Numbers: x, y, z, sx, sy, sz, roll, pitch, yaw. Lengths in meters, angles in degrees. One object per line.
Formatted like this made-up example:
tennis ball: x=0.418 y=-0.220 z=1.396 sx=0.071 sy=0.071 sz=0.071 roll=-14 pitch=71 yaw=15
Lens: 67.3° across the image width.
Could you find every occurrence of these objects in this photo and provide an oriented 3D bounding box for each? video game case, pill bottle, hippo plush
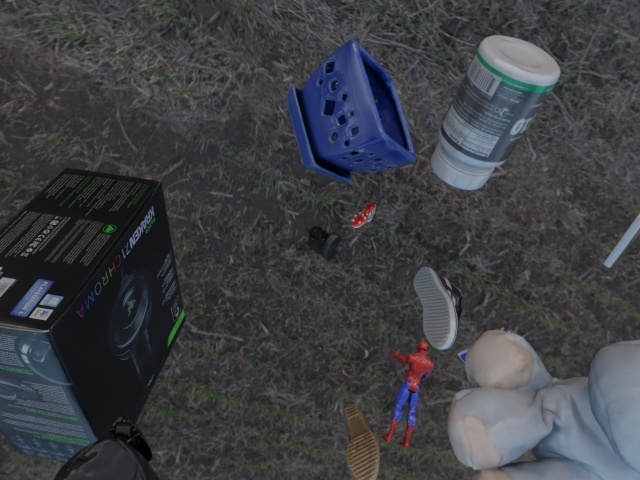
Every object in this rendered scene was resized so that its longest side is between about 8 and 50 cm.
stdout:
video game case: x=0.678 y=-0.030 z=1.027 sx=0.143 sy=0.019 sz=0.157 roll=-35 pitch=148 yaw=-26
pill bottle: x=0.437 y=-0.322 z=1.263 sx=0.204 sy=0.204 sz=0.361 roll=5 pitch=138 yaw=-13
hippo plush: x=0.303 y=0.216 z=0.486 sx=0.294 sy=0.235 sz=0.236 roll=27 pitch=151 yaw=-23

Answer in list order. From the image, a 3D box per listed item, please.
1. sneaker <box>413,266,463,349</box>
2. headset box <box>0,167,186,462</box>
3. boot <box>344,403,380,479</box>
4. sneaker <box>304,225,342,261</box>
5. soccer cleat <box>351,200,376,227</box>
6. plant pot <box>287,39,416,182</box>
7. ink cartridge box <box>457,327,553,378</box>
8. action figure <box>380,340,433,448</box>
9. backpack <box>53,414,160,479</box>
sneaker: x=0.391 y=0.216 z=1.506 sx=0.127 sy=0.321 sz=0.126 roll=27 pitch=123 yaw=-21
headset box: x=-0.283 y=0.100 z=0.590 sx=0.131 sy=0.247 sz=0.283 roll=9 pitch=130 yaw=4
boot: x=0.131 y=0.586 z=1.291 sx=0.090 sy=0.248 sz=0.207 roll=-20 pitch=119 yaw=4
sneaker: x=0.002 y=-0.002 z=1.170 sx=0.051 sy=0.089 sz=0.170 roll=-39 pitch=166 yaw=-15
soccer cleat: x=0.091 y=-0.047 z=0.984 sx=0.029 sy=0.083 sz=0.036 roll=16 pitch=137 yaw=27
plant pot: x=0.064 y=-0.270 z=1.105 sx=0.212 sy=0.236 sz=0.235 roll=-21 pitch=167 yaw=27
ink cartridge box: x=0.607 y=0.415 z=1.461 sx=0.072 sy=0.304 sz=0.307 roll=-32 pitch=167 yaw=-29
action figure: x=0.236 y=0.413 z=1.343 sx=0.091 sy=0.139 sz=0.281 roll=23 pitch=79 yaw=-8
backpack: x=-0.203 y=0.260 z=0.452 sx=0.115 sy=0.152 sz=0.182 roll=-22 pitch=170 yaw=-36
